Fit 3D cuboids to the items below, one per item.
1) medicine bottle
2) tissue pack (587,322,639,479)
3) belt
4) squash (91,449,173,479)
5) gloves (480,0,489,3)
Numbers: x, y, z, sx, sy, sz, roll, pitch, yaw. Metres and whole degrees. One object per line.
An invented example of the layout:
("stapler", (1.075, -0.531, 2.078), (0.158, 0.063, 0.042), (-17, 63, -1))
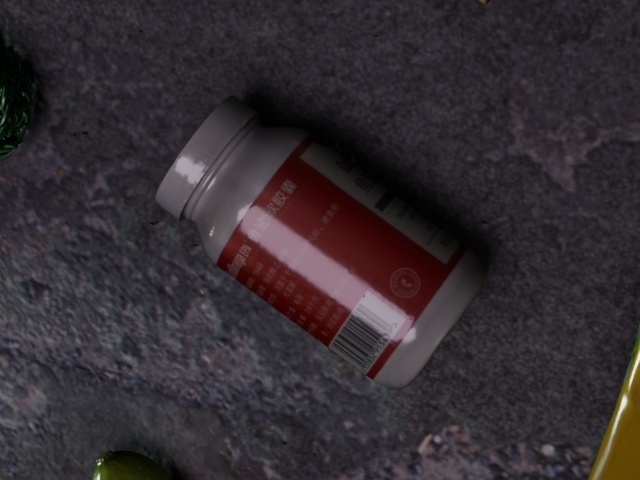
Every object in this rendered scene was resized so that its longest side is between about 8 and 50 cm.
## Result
("medicine bottle", (0.000, 0.000, 1.547), (0.250, 0.131, 0.131), (37, 124, 3))
("tissue pack", (0.337, 0.212, 1.448), (0.293, 0.228, 0.382), (22, 123, 10))
("belt", (-0.310, -0.120, 1.647), (0.151, 0.079, 0.121), (20, 100, 17))
("squash", (-0.150, 0.274, 1.779), (0.095, 0.095, 0.188), (-14, 108, 29))
("gloves", (0.096, -0.249, 1.395), (0.203, 0.124, 0.164), (30, 142, 16))
